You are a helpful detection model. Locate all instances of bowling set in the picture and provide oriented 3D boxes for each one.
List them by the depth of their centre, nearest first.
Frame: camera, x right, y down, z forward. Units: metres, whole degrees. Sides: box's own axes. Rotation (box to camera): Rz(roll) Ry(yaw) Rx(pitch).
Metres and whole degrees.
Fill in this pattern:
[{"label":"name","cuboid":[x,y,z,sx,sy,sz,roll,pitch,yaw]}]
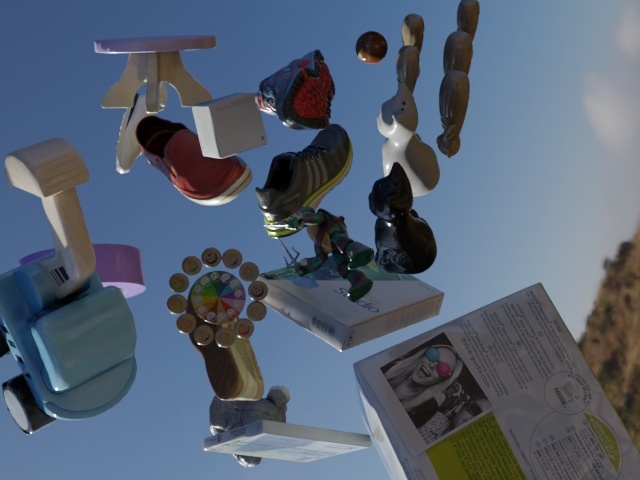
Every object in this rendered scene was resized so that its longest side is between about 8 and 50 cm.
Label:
[{"label":"bowling set","cuboid":[0.161,-0.285,1.527,0.154,0.200,0.287,89,-165,-46]}]

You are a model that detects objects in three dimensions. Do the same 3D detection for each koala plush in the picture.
[{"label":"koala plush","cuboid":[-0.167,0.466,2.357,0.203,0.221,0.196,39,-117,-20]}]

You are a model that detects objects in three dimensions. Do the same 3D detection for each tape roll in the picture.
[{"label":"tape roll","cuboid":[-0.536,0.082,2.050,0.275,0.275,0.090,29,-130,-70]}]

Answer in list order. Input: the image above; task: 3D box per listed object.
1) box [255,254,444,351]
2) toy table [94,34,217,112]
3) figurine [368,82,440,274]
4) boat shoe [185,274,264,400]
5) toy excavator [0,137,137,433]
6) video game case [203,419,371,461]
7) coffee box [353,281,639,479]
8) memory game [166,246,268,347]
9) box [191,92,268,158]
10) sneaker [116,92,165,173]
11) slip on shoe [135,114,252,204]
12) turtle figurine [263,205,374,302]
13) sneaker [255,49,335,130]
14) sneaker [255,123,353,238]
[{"label":"box","cuboid":[0.060,0.106,1.769,0.322,0.232,0.058,-12,-58,-50]},{"label":"toy table","cuboid":[-0.375,-0.387,2.094,0.252,0.274,0.160,-65,-26,-73]},{"label":"figurine","cuboid":[0.116,-0.089,1.295,0.209,0.092,0.215,67,-154,-61]},{"label":"boat shoe","cuboid":[-0.229,0.236,2.170,0.110,0.122,0.341,18,-139,-45]},{"label":"toy excavator","cuboid":[-0.417,0.083,1.494,0.222,0.445,0.433,-27,-86,-36]},{"label":"video game case","cuboid":[-0.060,0.359,1.615,0.227,0.206,0.026,15,-117,-32]},{"label":"coffee box","cuboid":[0.279,0.329,1.486,0.337,0.334,0.338,79,167,-65]},{"label":"memory game","cuboid":[-0.186,0.103,1.638,0.012,0.186,0.186,-97,16,-83]},{"label":"box","cuboid":[-0.167,-0.211,1.665,0.101,0.087,0.102,-20,-72,-25]},{"label":"sneaker","cuboid":[-0.451,-0.267,2.261,0.090,0.095,0.235,127,155,-59]},{"label":"slip on shoe","cuboid":[-0.258,-0.161,1.781,0.123,0.331,0.101,-49,-42,-11]},{"label":"turtle figurine","cuboid":[0.000,0.000,1.619,0.118,0.234,0.175,-41,-38,-15]},{"label":"sneaker","cuboid":[-0.050,-0.232,1.521,0.262,0.125,0.104,-70,-43,-65]},{"label":"sneaker","cuboid":[-0.030,-0.144,1.839,0.300,0.111,0.121,-58,-41,-34]}]
